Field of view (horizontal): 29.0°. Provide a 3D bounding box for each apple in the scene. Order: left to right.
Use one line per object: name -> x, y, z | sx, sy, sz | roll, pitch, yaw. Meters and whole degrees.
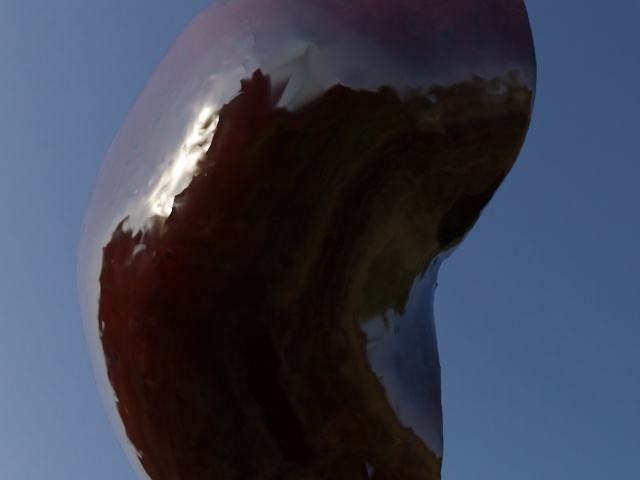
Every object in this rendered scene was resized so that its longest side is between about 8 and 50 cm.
apple -> 0.000, 0.000, 0.732 | 0.329, 0.365, 0.295 | -39, -74, 3
